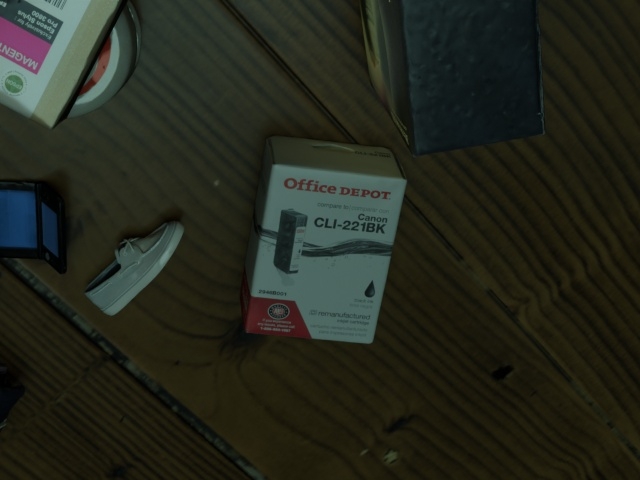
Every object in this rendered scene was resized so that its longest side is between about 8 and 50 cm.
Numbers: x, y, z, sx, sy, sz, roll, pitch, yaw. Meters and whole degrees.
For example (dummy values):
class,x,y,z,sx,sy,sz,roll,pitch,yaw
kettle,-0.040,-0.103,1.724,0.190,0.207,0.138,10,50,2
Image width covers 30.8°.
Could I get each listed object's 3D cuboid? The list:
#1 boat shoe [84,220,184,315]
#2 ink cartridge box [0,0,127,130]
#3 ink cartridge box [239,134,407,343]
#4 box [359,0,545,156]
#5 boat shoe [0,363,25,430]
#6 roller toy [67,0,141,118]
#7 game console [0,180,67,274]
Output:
class,x,y,z,sx,sy,sz,roll,pitch,yaw
boat shoe,-0.276,0.030,1.707,0.063,0.066,0.184,37,115,-23
ink cartridge box,-0.373,-0.271,1.381,0.234,0.088,0.193,28,103,-10
ink cartridge box,0.000,0.000,1.698,0.197,0.114,0.273,6,113,-10
box,0.153,-0.301,1.476,0.183,0.296,0.294,-11,116,-4
boat shoe,-0.577,0.241,1.657,0.158,0.127,0.340,-56,155,12
roller toy,-0.334,-0.258,1.509,0.191,0.146,0.209,38,102,-11
game console,-0.415,-0.017,1.656,0.071,0.107,0.122,-15,121,-33
